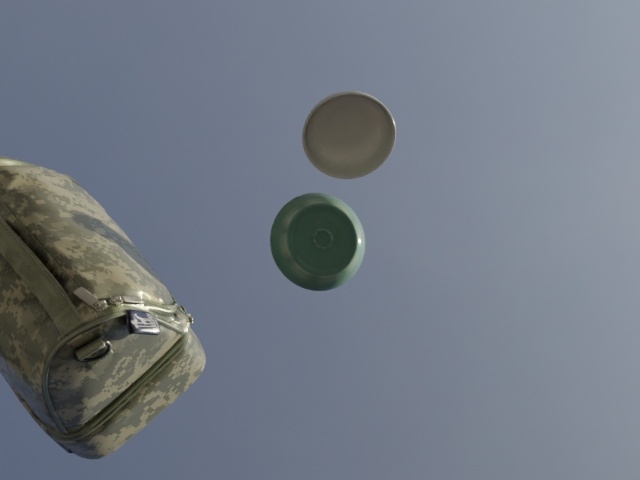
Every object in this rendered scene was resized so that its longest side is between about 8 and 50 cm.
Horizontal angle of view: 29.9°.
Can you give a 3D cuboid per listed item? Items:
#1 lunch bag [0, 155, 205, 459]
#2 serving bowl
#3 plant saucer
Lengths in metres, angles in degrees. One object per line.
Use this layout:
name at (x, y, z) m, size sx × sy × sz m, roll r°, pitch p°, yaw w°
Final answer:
lunch bag at (-0.295, 0.066, 1.336) m, size 0.212 × 0.256 × 0.305 m, roll -40°, pitch -118°, yaw -10°
serving bowl at (0.024, -0.098, 1.069) m, size 0.083 × 0.083 × 0.027 m, roll -17°, pitch -151°, yaw 3°
plant saucer at (0.000, 0.000, 1.426) m, size 0.119 × 0.021 × 0.119 m, roll 2°, pitch -99°, yaw -17°
